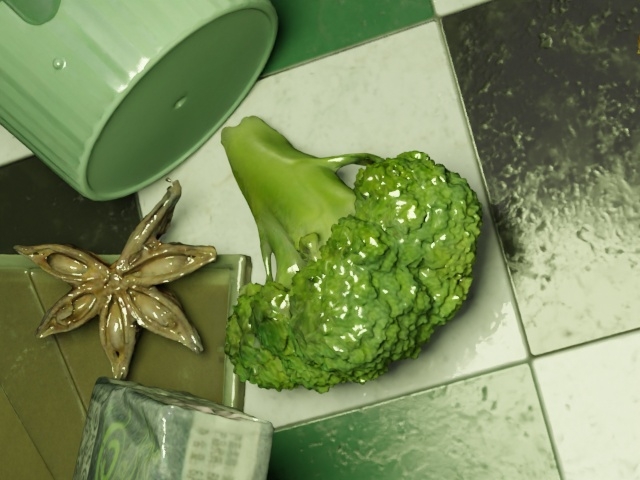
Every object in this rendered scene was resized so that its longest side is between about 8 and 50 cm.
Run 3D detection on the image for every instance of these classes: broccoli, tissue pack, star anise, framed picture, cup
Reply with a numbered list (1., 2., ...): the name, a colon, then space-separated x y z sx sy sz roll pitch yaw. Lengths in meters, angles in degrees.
1. broccoli: 0.015 0.031 1.424 0.302 0.186 0.254 14 85 59
2. tissue pack: -0.167 0.329 1.329 0.124 0.288 0.394 14 85 -20
3. star anise: -0.194 0.050 1.490 0.208 0.063 0.171 -23 93 10
4. framed picture: -0.235 0.233 1.528 0.326 0.028 0.446 1 82 18
5. cup: -0.246 -0.290 1.442 0.392 0.310 0.401 44 129 13

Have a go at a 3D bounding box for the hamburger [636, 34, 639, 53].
1. hamburger: 0.347 -0.145 1.339 0.083 0.138 0.147 -38 67 11
